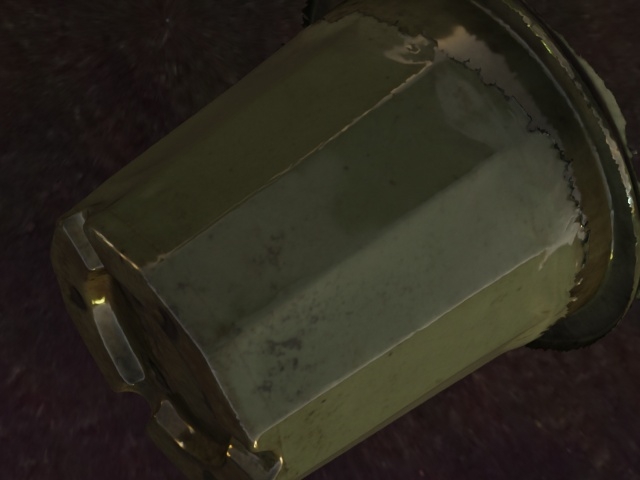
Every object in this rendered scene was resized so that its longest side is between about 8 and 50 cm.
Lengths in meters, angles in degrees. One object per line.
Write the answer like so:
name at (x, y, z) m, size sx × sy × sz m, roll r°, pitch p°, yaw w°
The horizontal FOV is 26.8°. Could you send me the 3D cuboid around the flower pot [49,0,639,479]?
flower pot at (0.000, 0.000, 0.761) m, size 0.259 × 0.290 × 0.290 m, roll -34°, pitch 102°, yaw -24°
